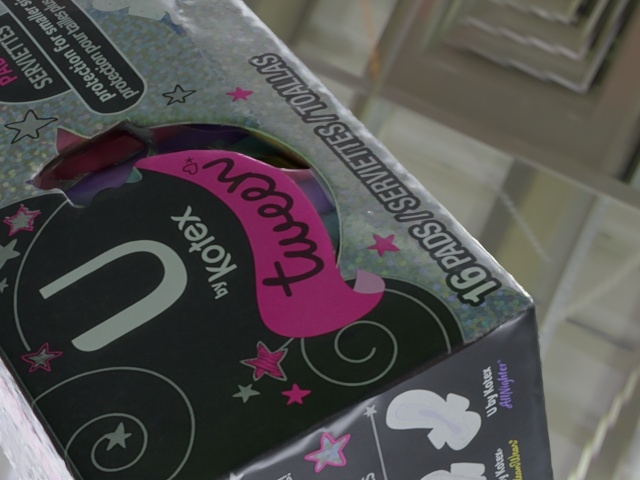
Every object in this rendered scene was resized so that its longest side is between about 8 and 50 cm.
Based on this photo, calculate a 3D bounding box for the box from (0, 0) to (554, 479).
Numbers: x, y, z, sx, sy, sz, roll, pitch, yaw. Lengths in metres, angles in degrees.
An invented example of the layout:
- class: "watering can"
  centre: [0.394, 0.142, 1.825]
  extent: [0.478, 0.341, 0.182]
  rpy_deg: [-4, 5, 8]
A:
- class: "box"
  centre: [-0.047, 0.031, 0.635]
  extent: [0.142, 0.163, 0.247]
  rpy_deg: [-29, -133, -15]
